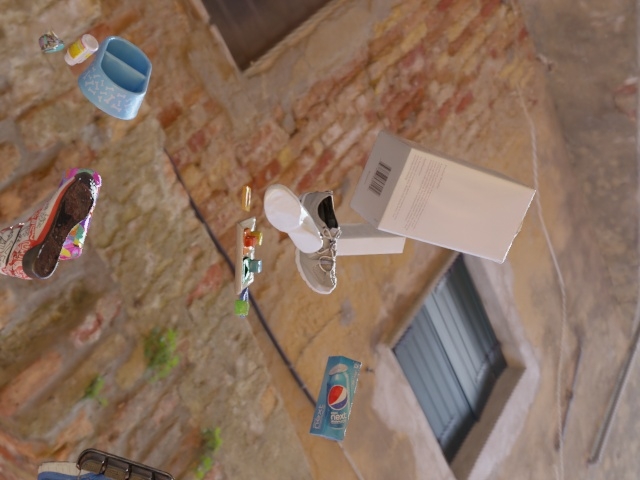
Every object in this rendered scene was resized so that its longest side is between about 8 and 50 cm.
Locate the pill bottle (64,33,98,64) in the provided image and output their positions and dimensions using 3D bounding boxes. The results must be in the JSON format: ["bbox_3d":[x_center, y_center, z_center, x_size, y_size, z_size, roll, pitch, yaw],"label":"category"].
[{"bbox_3d":[-0.559,-0.441,1.763,0.083,0.043,0.043,-26,-155,30],"label":"pill bottle"}]

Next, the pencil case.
[{"bbox_3d":[-0.596,-0.067,1.817,0.104,0.104,0.236,-14,-129,23],"label":"pencil case"}]

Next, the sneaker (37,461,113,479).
[{"bbox_3d":[-0.555,0.634,1.898,0.330,0.130,0.147,-6,-117,12],"label":"sneaker"}]

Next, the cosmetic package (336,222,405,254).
[{"bbox_3d":[0.122,-0.004,2.234,0.239,0.060,0.099,-1,-153,-23],"label":"cosmetic package"}]

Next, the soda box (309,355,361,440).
[{"bbox_3d":[0.039,0.410,1.976,0.071,0.067,0.210,-19,-127,59],"label":"soda box"}]

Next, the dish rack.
[{"bbox_3d":[-0.434,0.582,1.530,0.074,0.208,0.271,151,-40,-75],"label":"dish rack"}]

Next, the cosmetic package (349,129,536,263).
[{"bbox_3d":[0.278,-0.094,1.712,0.155,0.366,0.197,44,-66,56],"label":"cosmetic package"}]

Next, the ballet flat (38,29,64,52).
[{"bbox_3d":[-0.502,-0.372,1.412,0.041,0.041,0.114,-29,-162,-4],"label":"ballet flat"}]

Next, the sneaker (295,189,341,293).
[{"bbox_3d":[0.000,0.000,1.986,0.105,0.281,0.115,-1,168,-42],"label":"sneaker"}]

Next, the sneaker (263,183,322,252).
[{"bbox_3d":[-0.066,-0.064,1.689,0.080,0.212,0.094,-21,-135,13],"label":"sneaker"}]

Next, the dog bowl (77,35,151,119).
[{"bbox_3d":[-0.518,-0.428,1.948,0.074,0.166,0.297,-46,-152,25],"label":"dog bowl"}]

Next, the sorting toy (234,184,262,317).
[{"bbox_3d":[-0.181,0.033,1.947,0.047,0.347,0.196,3,-172,5],"label":"sorting toy"}]

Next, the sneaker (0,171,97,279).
[{"bbox_3d":[-0.588,-0.039,1.593,0.145,0.090,0.270,2,-126,24],"label":"sneaker"}]
